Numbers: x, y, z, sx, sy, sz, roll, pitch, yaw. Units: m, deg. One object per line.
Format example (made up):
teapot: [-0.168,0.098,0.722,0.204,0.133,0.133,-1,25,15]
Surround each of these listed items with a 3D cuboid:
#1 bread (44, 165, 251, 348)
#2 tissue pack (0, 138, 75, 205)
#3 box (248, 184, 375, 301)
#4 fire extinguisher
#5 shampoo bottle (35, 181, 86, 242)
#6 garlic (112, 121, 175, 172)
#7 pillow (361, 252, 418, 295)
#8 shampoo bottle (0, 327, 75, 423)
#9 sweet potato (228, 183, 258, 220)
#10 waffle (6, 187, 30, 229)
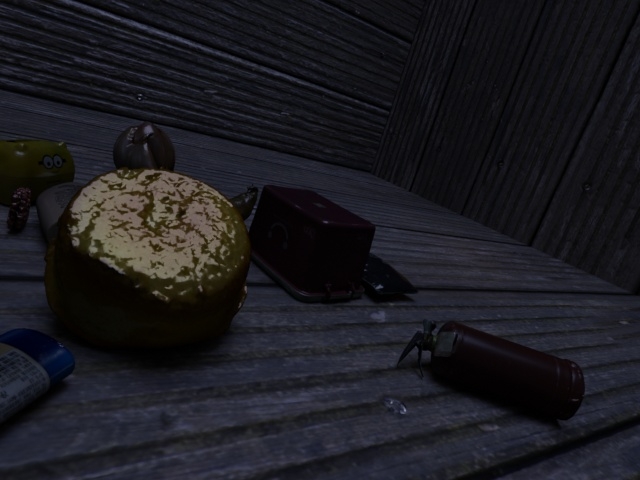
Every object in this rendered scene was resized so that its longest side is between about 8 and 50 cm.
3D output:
bread: [-0.215,0.018,0.563,0.268,0.146,0.269,18,48,-21]
tissue pack: [-0.619,-0.154,0.883,0.123,0.127,0.178,16,15,4]
box: [-0.026,-0.005,0.919,0.193,0.168,0.294,4,21,-42]
fire extinguisher: [0.266,0.202,0.673,0.268,0.105,0.105,19,16,5]
shampoo bottle: [-0.471,-0.058,0.797,0.127,0.078,0.257,1,24,-30]
garlic: [-0.532,-0.245,1.231,0.160,0.191,0.214,-6,27,8]
pillow: [0.120,0.073,0.998,0.141,0.055,0.208,3,23,-39]
shampoo bottle: [-0.316,0.139,0.362,0.087,0.050,0.183,21,16,7]
sweet potato: [-0.258,-0.022,0.783,0.130,0.131,0.422,24,24,23]
waffle: [-0.535,-0.058,0.741,0.029,0.075,0.083,14,2,-31]
